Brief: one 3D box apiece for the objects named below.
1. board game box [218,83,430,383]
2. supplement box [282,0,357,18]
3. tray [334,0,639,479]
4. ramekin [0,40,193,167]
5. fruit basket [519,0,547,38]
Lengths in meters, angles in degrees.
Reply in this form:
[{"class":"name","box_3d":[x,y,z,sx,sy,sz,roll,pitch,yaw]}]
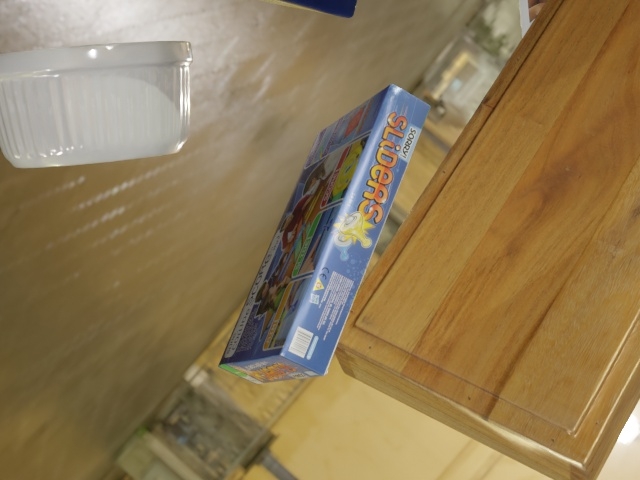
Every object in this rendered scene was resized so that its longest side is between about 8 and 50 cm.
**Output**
[{"class":"board game box","box_3d":[0.000,0.000,0.790,0.136,0.035,0.201,-21,-136,67]},{"class":"supplement box","box_3d":[-0.115,-0.356,1.127,0.194,0.357,0.195,8,101,-36]},{"class":"tray","box_3d":[0.202,-0.039,0.855,0.410,0.203,0.076,-56,153,-20]},{"class":"ramekin","box_3d":[-0.224,-0.133,1.112,0.207,0.109,0.207,-6,-172,1]},{"class":"fruit basket","box_3d":[0.374,-0.254,1.239,0.327,0.165,0.353,-23,143,-7]}]
